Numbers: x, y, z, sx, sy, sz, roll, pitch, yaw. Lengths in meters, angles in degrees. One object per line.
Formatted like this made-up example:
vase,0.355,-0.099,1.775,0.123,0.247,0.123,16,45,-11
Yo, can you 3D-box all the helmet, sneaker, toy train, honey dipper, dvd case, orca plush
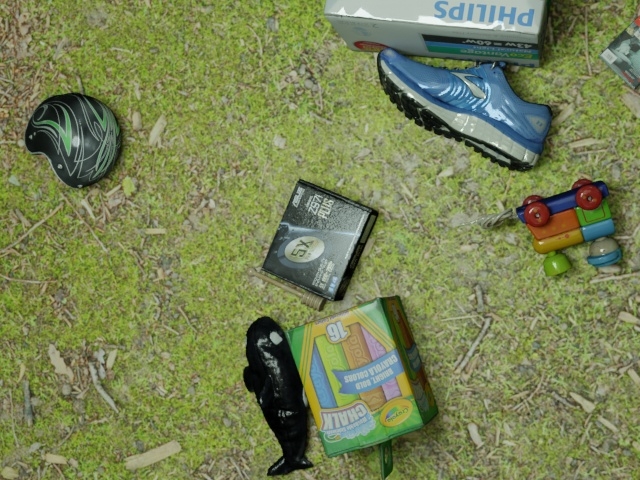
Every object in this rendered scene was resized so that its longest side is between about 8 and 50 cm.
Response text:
helmet,-0.455,-0.188,1.772,0.162,0.169,0.169,28,95,30
sneaker,0.249,-0.252,1.632,0.330,0.130,0.147,29,84,7
toy train,0.377,-0.002,1.595,0.248,0.105,0.143,-19,97,13
honey dipper,-0.066,0.084,1.733,0.161,0.030,0.030,25,94,18
dvd case,0.548,-0.328,1.603,0.119,0.013,0.087,-45,78,7
orca plush,-0.096,0.286,1.678,0.151,0.102,0.287,6,101,29

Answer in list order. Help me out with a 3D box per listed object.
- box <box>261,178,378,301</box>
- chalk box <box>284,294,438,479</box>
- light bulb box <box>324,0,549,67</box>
box,0.000,0.000,1.693,0.147,0.077,0.180,24,94,14
chalk box,0.085,0.257,1.610,0.179,0.180,0.288,-21,84,13
light bulb box,0.221,-0.504,1.584,0.358,0.225,0.360,8,89,14
